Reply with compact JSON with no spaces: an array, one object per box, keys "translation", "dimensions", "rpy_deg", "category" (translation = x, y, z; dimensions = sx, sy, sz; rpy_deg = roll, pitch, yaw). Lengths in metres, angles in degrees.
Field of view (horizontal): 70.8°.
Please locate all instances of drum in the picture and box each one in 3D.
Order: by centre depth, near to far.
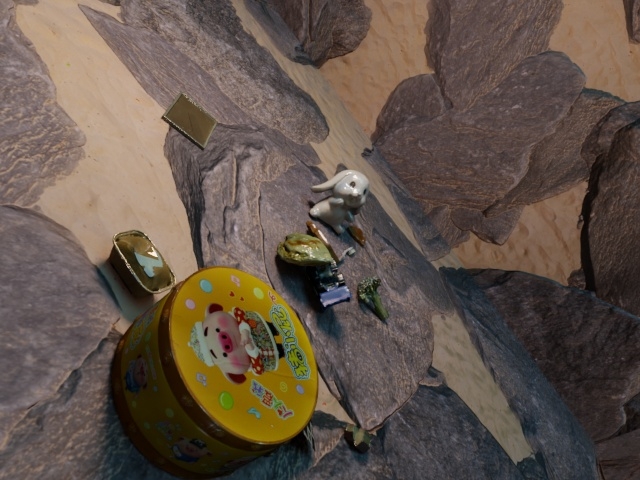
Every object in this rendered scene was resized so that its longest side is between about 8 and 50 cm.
[{"translation":[-0.215,0.283,1.003],"dimensions":[0.431,0.214,0.431],"rpy_deg":[38,29,-26],"category":"drum"}]

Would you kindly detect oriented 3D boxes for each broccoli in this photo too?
[{"translation":[0.225,0.245,1.873],"dimensions":[0.204,0.118,0.122],"rpy_deg":[62,-6,-14],"category":"broccoli"}]

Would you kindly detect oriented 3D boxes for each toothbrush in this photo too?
[{"translation":[0.078,0.083,1.903],"dimensions":[0.037,0.028,0.375],"rpy_deg":[60,27,0],"category":"toothbrush"}]

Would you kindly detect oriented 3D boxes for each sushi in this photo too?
[{"translation":[-0.066,0.428,1.190],"dimensions":[0.210,0.040,0.193],"rpy_deg":[-103,175,-49],"category":"sushi"}]

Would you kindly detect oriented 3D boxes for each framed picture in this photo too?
[{"translation":[-0.489,-0.460,1.712],"dimensions":[0.184,0.016,0.250],"rpy_deg":[38,30,-26],"category":"framed picture"}]

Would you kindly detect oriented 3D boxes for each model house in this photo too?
[{"translation":[0.109,0.580,1.321],"dimensions":[0.083,0.057,0.058],"rpy_deg":[54,47,-40],"category":"model house"}]

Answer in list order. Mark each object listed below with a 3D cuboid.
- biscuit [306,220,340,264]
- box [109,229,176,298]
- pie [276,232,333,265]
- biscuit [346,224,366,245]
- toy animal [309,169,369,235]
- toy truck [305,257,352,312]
[{"translation":[-0.002,0.001,1.801],"dimensions":[0.215,0.034,0.182],"rpy_deg":[51,-6,45],"category":"biscuit"},{"translation":[-0.426,0.056,1.077],"dimensions":[0.177,0.111,0.111],"rpy_deg":[54,27,5],"category":"box"},{"translation":[-0.056,0.031,1.609],"dimensions":[0.200,0.090,0.248],"rpy_deg":[7,14,-15],"category":"pie"},{"translation":[0.174,-0.032,2.200],"dimensions":[0.130,0.019,0.120],"rpy_deg":[35,32,-30],"category":"biscuit"},{"translation":[0.097,-0.179,2.020],"dimensions":[0.249,0.289,0.174],"rpy_deg":[55,16,-43],"category":"toy animal"},{"translation":[0.030,0.171,1.615],"dimensions":[0.208,0.113,0.126],"rpy_deg":[-118,-167,-48],"category":"toy truck"}]
